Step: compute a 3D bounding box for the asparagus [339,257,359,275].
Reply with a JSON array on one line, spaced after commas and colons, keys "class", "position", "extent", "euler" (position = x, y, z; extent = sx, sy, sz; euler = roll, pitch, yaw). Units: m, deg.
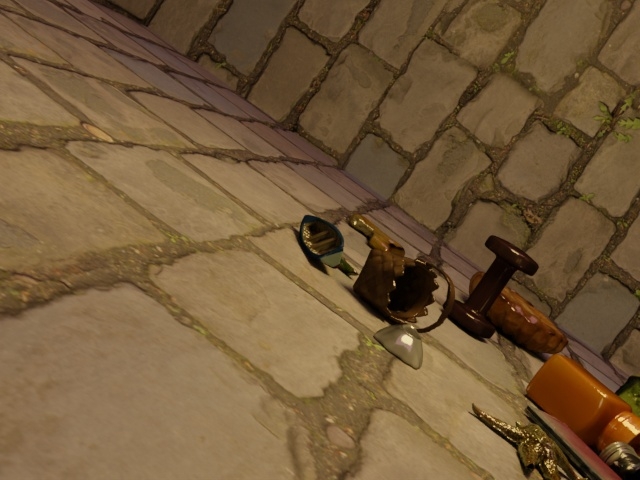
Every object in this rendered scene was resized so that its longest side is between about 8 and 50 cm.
[{"class": "asparagus", "position": [0.038, 0.042, 1.593], "extent": [0.108, 0.021, 0.025], "euler": [42, 16, 31]}]

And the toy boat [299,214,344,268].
[{"class": "toy boat", "position": [0.000, 0.000, 1.561], "extent": [0.229, 0.080, 0.046], "euler": [-127, -165, -68]}]

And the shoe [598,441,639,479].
[{"class": "shoe", "position": [0.579, 0.433, 1.430], "extent": [0.169, 0.071, 0.099], "euler": [33, 17, -20]}]

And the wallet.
[{"class": "wallet", "position": [0.462, 0.379, 1.401], "extent": [0.119, 0.025, 0.232], "euler": [28, 12, -32]}]

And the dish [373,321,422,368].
[{"class": "dish", "position": [0.141, 0.161, 1.319], "extent": [0.091, 0.039, 0.137], "euler": [36, 11, 7]}]

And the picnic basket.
[{"class": "picnic basket", "position": [0.166, 0.095, 1.447], "extent": [0.178, 0.128, 0.138], "euler": [21, 0, 43]}]

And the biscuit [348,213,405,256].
[{"class": "biscuit", "position": [0.139, -0.014, 2.155], "extent": [0.183, 0.039, 0.174], "euler": [39, 13, 23]}]

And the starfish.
[{"class": "starfish", "position": [0.324, 0.314, 1.229], "extent": [0.217, 0.050, 0.223], "euler": [28, 5, 0]}]

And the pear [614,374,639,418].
[{"class": "pear", "position": [0.836, 0.449, 1.942], "extent": [0.238, 0.164, 0.255], "euler": [39, 9, 34]}]

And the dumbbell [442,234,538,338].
[{"class": "dumbbell", "position": [0.399, 0.109, 1.880], "extent": [0.124, 0.225, 0.140], "euler": [39, 9, 36]}]

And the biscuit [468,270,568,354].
[{"class": "biscuit", "position": [0.546, 0.211, 2.258], "extent": [0.325, 0.107, 0.326], "euler": [34, 13, -9]}]

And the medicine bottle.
[{"class": "medicine bottle", "position": [0.537, 0.339, 1.590], "extent": [0.149, 0.112, 0.222], "euler": [26, 14, -46]}]
